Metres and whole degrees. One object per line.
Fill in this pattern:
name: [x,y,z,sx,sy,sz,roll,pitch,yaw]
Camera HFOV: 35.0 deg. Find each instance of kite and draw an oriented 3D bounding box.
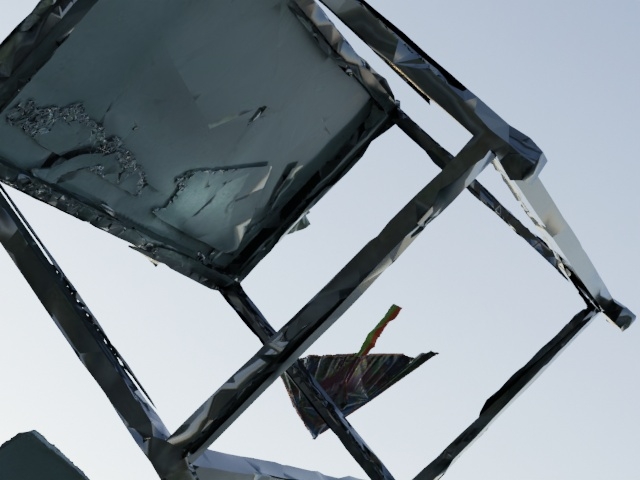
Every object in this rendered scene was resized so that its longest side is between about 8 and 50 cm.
kite: [0.028,0.118,0.889,0.190,0.010,0.159,2,-56,-39]

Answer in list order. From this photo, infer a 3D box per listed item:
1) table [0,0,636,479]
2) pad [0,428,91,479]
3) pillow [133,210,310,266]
table: [0.000,0.000,0.624,0.272,0.222,0.335,47,6,28]
pad: [-0.130,0.185,0.452,0.004,0.163,0.243,52,-5,44]
pillow: [-0.143,-0.037,1.189,0.229,0.050,0.148,-16,-48,21]
